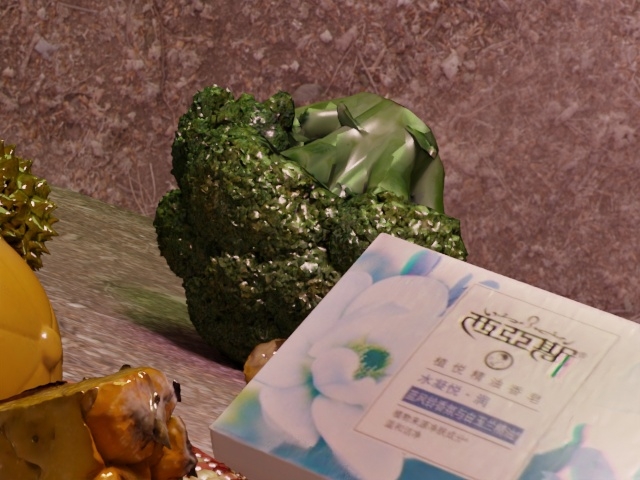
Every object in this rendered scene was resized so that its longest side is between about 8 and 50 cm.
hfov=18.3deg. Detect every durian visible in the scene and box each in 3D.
[{"bbox_3d":[-0.357,-0.028,1.833,0.237,0.176,0.200,28,18,-31],"label":"durian"}]

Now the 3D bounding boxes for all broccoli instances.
[{"bbox_3d":[0.005,0.005,2.029,0.310,0.321,0.413,-20,28,-31],"label":"broccoli"}]

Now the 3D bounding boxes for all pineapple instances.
[{"bbox_3d":[-0.139,0.135,0.814,0.233,0.135,0.079,-13,6,39],"label":"pineapple"}]

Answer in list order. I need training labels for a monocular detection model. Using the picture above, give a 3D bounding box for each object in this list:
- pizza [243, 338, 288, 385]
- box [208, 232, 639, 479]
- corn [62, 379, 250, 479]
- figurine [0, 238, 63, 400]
[{"bbox_3d":[0.097,0.160,1.745,0.335,0.086,0.226,15,9,-9],"label":"pizza"},{"bbox_3d":[0.101,0.132,1.219,0.274,0.116,0.203,20,47,28],"label":"box"},{"bbox_3d":[-0.090,0.150,1.099,0.253,0.086,0.086,25,8,39],"label":"corn"},{"bbox_3d":[-0.263,0.048,1.059,0.257,0.167,0.192,20,38,4],"label":"figurine"}]
